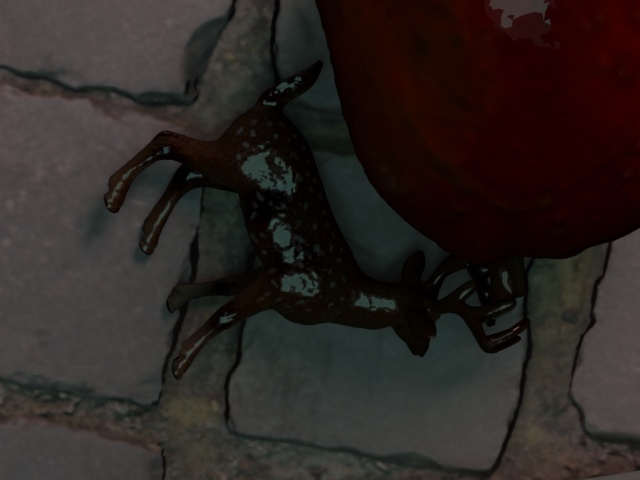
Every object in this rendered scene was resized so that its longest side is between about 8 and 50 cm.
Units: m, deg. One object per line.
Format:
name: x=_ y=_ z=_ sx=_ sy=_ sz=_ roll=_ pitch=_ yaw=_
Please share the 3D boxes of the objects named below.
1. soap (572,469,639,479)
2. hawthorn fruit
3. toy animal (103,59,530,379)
soap: x=0.207 y=0.263 z=0.933 sx=0.265 sy=0.087 sz=0.160 roll=-10 pitch=88 yaw=3
hawthorn fruit: x=0.126 y=-0.109 z=0.764 sx=0.265 sy=0.265 sz=0.307 roll=-5 pitch=109 yaw=2
toy animal: x=-0.001 y=0.007 z=0.882 sx=0.260 sy=0.087 sz=0.243 roll=-20 pitch=106 yaw=9
